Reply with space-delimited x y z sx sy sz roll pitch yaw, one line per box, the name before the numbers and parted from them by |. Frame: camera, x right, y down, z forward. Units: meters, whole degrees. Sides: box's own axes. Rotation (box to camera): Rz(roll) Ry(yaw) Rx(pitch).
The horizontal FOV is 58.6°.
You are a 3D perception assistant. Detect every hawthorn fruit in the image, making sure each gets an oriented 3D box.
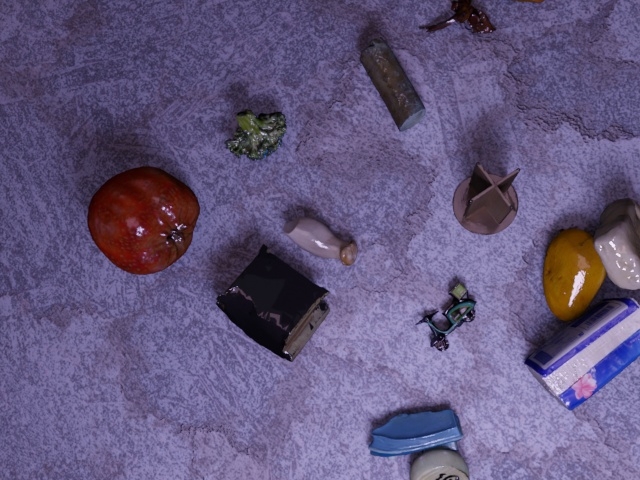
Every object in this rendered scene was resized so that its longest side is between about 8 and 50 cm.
hawthorn fruit | -0.501 -0.067 1.546 0.330 0.287 0.287 23 87 27

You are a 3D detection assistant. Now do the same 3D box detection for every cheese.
cheese | 0.710 0.000 1.326 0.093 0.263 0.159 -27 97 41

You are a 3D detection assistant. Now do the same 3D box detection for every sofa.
sofa | -0.122 0.168 1.507 0.258 0.182 0.200 34 72 12

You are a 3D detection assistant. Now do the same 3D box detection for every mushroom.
mushroom | 0.001 -0.001 1.519 0.213 0.097 0.088 28 78 12

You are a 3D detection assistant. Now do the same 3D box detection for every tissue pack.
tissue pack | 0.624 0.259 1.317 0.270 0.209 0.137 -39 77 3

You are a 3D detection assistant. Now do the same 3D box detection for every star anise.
star anise | 0.368 -0.590 1.550 0.144 0.158 0.140 -50 64 34

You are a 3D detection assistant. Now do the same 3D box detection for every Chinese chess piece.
Chinese chess piece | 0.287 0.569 1.376 0.144 0.058 0.144 -1 121 -2

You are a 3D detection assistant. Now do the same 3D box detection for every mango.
mango | 0.614 0.084 1.384 0.147 0.109 0.227 5 87 42

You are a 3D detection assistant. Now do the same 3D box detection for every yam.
yam | 0.193 -0.426 1.546 0.093 0.093 0.259 -28 79 5

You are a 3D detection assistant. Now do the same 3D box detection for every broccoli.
broccoli | -0.179 -0.300 1.561 0.167 0.160 0.154 0 55 20

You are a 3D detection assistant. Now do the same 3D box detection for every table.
table | 0.414 -0.110 1.394 0.167 0.227 0.167 -1 82 10

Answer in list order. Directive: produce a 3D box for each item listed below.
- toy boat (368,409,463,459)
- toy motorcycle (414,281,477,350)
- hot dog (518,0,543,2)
toy boat | 0.234 0.495 1.418 0.238 0.109 0.098 -13 114 8
toy motorcycle | 0.327 0.199 1.457 0.100 0.058 0.173 43 90 19
hot dog | 0.470 -0.699 1.537 0.286 0.088 0.061 16 80 9
